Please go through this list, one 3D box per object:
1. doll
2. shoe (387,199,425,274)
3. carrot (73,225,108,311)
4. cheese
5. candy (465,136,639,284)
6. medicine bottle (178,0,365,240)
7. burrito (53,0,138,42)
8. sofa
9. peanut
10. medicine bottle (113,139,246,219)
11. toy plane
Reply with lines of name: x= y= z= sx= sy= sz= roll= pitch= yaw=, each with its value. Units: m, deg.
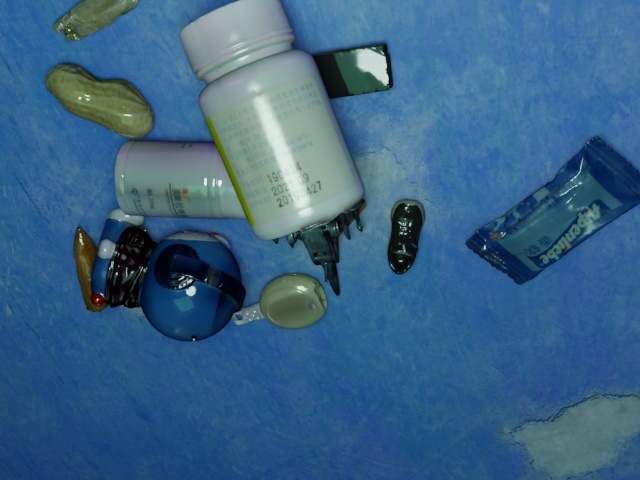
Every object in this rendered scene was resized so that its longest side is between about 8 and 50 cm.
doll: x=-0.308 y=0.081 z=1.426 sx=0.310 sy=0.240 sz=0.284 roll=13 pitch=159 yaw=-5
shoe: x=0.170 y=0.004 z=1.387 sx=0.071 sy=0.099 sz=0.169 roll=9 pitch=123 yaw=5
carrot: x=-0.517 y=0.059 z=1.536 sx=0.072 sy=0.072 sz=0.204 roll=-1 pitch=120 yaw=8
cheese: x=-0.099 y=0.148 z=1.540 sx=0.228 sy=0.064 sz=0.137 roll=-17 pitch=118 yaw=19
candy: x=0.461 y=-0.047 z=1.333 sx=0.187 sy=0.077 sz=0.331 roll=34 pitch=122 yaw=-23
medicine bottle: x=-0.081 y=-0.202 z=1.168 sx=0.214 sy=0.213 sz=0.378 roll=-19 pitch=99 yaw=19
burrito: x=-0.397 y=-0.411 z=1.225 sx=0.188 sy=0.045 sz=0.058 roll=-23 pitch=124 yaw=19
sofa: x=0.054 y=-0.305 z=1.233 sx=0.147 sy=0.060 sz=0.085 roll=-6 pitch=110 yaw=13
peanut: x=-0.416 y=-0.266 z=1.295 sx=0.215 sy=0.090 sz=0.098 roll=22 pitch=116 yaw=-7
medicine bottle: x=-0.252 y=-0.118 z=1.332 sx=0.254 sy=0.152 sz=0.152 roll=3 pitch=123 yaw=7
toy plane: x=-0.001 y=0.004 z=1.407 sx=0.223 sy=0.104 sz=0.326 roll=-8 pitch=122 yaw=12
